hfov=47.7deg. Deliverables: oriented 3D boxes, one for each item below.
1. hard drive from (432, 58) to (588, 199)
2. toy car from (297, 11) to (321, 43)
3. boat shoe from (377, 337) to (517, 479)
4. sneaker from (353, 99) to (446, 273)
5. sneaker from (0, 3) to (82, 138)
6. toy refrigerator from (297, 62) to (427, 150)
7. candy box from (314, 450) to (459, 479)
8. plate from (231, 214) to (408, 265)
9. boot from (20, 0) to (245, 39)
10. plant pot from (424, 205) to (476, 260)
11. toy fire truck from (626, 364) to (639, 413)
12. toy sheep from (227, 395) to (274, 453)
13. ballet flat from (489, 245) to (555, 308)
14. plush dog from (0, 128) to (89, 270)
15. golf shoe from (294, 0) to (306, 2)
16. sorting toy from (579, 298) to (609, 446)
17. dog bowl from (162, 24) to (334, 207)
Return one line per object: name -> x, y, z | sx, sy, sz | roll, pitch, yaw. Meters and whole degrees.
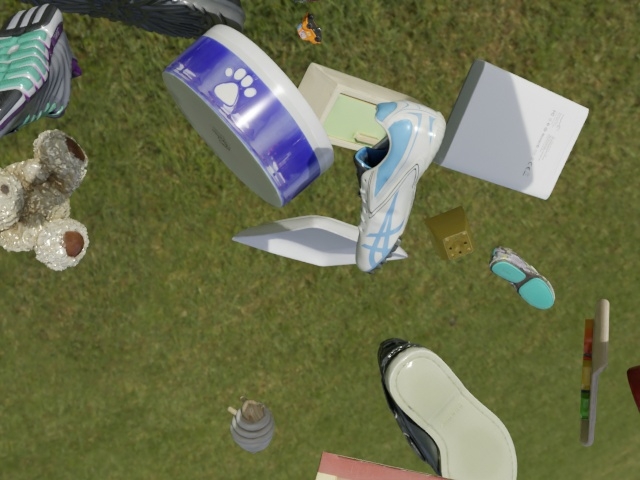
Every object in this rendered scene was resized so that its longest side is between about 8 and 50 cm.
hard drive -> 0.431, -0.238, 1.622 | 0.353, 0.047, 0.233 | 12, 107, -34
toy car -> -0.028, -0.428, 1.374 | 0.041, 0.122, 0.060 | -17, 153, 23
boat shoe -> 0.185, 0.276, 1.108 | 0.127, 0.113, 0.340 | -43, 115, -5
sneaker -> 0.072, -0.059, 0.835 | 0.086, 0.085, 0.237 | 18, 131, 3
sneaker -> -0.286, -0.140, 0.716 | 0.083, 0.223, 0.098 | -7, 136, 15
toy refrigerator -> 0.083, -0.213, 1.257 | 0.270, 0.094, 0.102 | 7, 120, -44
candy box -> 0.100, 0.386, 0.960 | 0.183, 0.087, 0.316 | 7, 148, 15
plate -> 0.000, 0.000, 1.539 | 0.278, 0.045, 0.277 | 18, 162, -40
boot -> -0.263, -0.562, 1.109 | 0.367, 0.445, 0.146 | 10, 173, -10
plant pot -> 0.259, -0.005, 1.405 | 0.082, 0.083, 0.081 | -21, 112, 5
toy fire truck -> 0.578, 0.296, 1.081 | 0.169, 0.302, 0.254 | -20, 172, 25
toy sheep -> -0.128, 0.347, 1.347 | 0.091, 0.091, 0.132 | -16, 129, -18
ballet flat -> 0.245, 0.041, 0.877 | 0.114, 0.041, 0.041 | 36, 115, -28
plush dog -> -0.556, -0.067, 1.280 | 0.211, 0.262, 0.225 | -19, 158, 38
golf shoe -> -0.079, -0.494, 1.166 | 0.115, 0.140, 0.306 | 7, 172, 39
sorting toy -> 0.496, 0.240, 1.329 | 0.038, 0.193, 0.208 | 7, 127, 18
dog bowl -> -0.107, -0.177, 1.061 | 0.104, 0.265, 0.265 | -42, 150, -10
